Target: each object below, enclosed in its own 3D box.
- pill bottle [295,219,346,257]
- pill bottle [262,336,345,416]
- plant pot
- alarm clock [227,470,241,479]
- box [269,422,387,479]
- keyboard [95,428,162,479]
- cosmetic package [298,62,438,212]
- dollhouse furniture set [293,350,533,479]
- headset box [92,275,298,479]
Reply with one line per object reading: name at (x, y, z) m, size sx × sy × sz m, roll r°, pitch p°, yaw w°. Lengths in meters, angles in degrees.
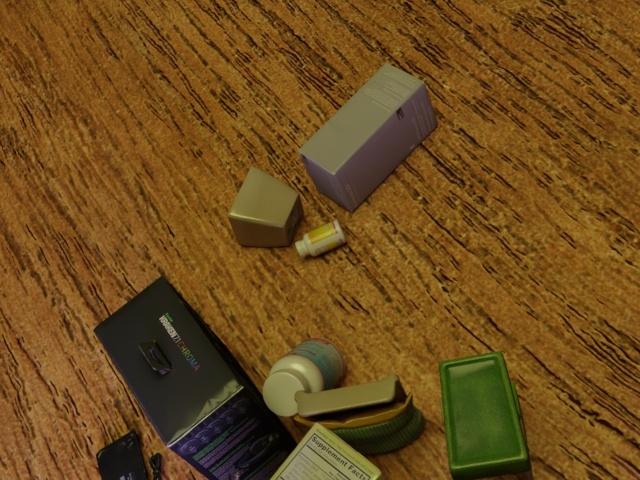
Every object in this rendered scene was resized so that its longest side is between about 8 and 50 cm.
pill bottle at (0.000, 0.000, 1.561) m, size 0.083 × 0.043 × 0.043 m, roll -24°, pitch 53°, yaw 4°
pill bottle at (-0.026, 0.205, 1.355) m, size 0.087 × 0.160 × 0.087 m, roll 3°, pitch 100°, yaw 19°
plant pot at (-0.090, -0.048, 1.594) m, size 0.096 × 0.109 × 0.109 m, roll 17°, pitch 65°, yaw 16°
alarm clock at (-0.127, 0.365, 1.044) m, size 0.064 × 0.129 × 0.192 m, roll 14°, pitch 64°, yaw 29°
box at (-0.010, 0.400, 1.193) m, size 0.117 × 0.213 × 0.243 m, roll 32°, pitch 74°, yaw 35°
keyboard at (-0.290, 0.386, 1.430) m, size 0.108 × 0.023 × 0.180 m, roll -32°, pitch 53°, yaw 7°
cosmetic package at (0.085, -0.180, 1.598) m, size 0.107 × 0.127 × 0.238 m, roll 33°, pitch 75°, yaw 33°
dollhouse furniture set at (0.127, 0.281, 1.232) m, size 0.301 × 0.197 × 0.151 m, roll -12°, pitch 56°, yaw 11°
headset box at (-0.178, 0.221, 1.333) m, size 0.131 × 0.283 × 0.246 m, roll -38°, pitch 54°, yaw -7°
